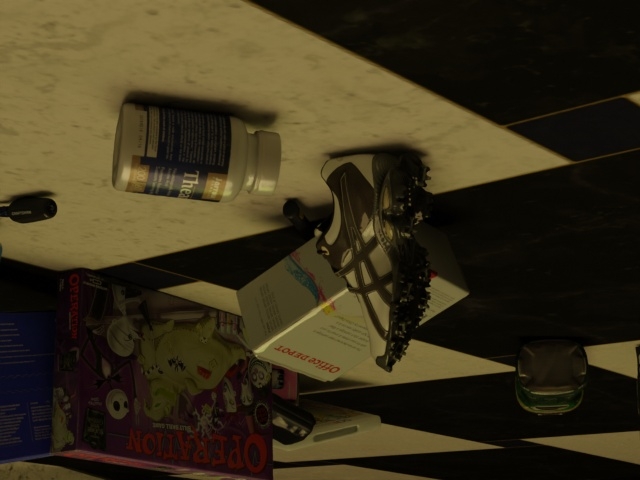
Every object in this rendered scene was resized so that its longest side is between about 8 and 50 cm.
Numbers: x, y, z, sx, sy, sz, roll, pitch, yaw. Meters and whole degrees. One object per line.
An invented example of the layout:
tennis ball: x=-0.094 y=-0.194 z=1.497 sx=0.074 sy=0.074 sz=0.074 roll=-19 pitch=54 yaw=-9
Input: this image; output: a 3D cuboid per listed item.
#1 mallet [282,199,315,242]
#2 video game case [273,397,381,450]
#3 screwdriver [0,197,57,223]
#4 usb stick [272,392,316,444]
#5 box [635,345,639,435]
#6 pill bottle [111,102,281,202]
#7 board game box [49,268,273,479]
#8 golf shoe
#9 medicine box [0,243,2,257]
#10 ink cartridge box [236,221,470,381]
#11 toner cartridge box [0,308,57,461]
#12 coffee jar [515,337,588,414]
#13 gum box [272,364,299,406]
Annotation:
mallet: x=0.000 y=0.000 z=1.292 sx=0.039 sy=0.062 sz=0.189 roll=-8 pitch=147 yaw=15
video game case: x=-0.054 y=0.290 z=2.146 sx=0.206 sy=0.026 sz=0.227 roll=-5 pitch=-173 yaw=-44
screwdriver: x=-0.313 y=-0.027 z=1.259 sx=0.170 sy=0.024 sz=0.025 roll=0 pitch=136 yaw=33
usb stick: x=-0.128 y=0.219 z=1.906 sx=0.278 sy=0.045 sz=0.077 roll=32 pitch=137 yaw=-28
box: x=0.565 y=0.285 z=1.812 sx=0.322 sy=0.257 sz=0.079 roll=14 pitch=161 yaw=-34
pill bottle: x=-0.093 y=-0.063 z=1.001 sx=0.120 sy=0.067 sz=0.067 roll=6 pitch=164 yaw=-14
board game box: x=-0.177 y=0.171 z=1.593 sx=0.056 sy=0.208 sz=0.347 roll=-9 pitch=162 yaw=35
golf shoe: x=0.042 y=0.015 z=1.120 sx=0.094 sy=0.198 sz=0.077 roll=10 pitch=-154 yaw=22
medicine box: x=-0.414 y=0.080 z=1.169 sx=0.149 sy=0.263 sz=0.289 roll=6 pitch=165 yaw=8
ink cartridge box: x=0.028 y=0.049 z=1.245 sx=0.175 sy=0.072 sz=0.127 roll=-34 pitch=145 yaw=23
toner cartridge box: x=-0.324 y=0.165 z=1.524 sx=0.075 sy=0.165 sz=0.348 roll=-17 pitch=170 yaw=29
coffee jar: x=0.314 y=0.189 z=1.826 sx=0.096 sy=0.079 sz=0.184 roll=-2 pitch=163 yaw=7
gum box: x=-0.087 y=0.225 z=2.037 sx=0.107 sy=0.062 sz=0.188 roll=1 pitch=164 yaw=0
